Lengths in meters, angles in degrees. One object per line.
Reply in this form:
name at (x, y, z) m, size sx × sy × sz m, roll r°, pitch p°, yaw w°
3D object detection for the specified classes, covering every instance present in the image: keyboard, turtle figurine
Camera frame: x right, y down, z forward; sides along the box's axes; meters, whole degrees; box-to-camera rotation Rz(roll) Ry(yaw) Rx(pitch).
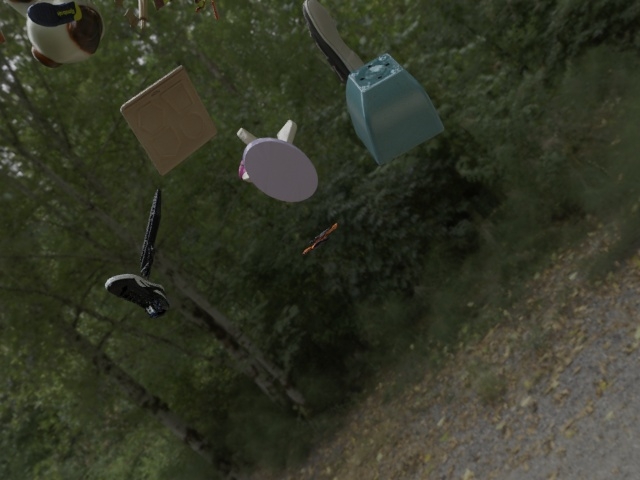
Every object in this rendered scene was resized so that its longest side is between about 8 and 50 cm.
keyboard at (-0.547, 0.000, 1.874) m, size 0.317 × 0.033 × 0.202 m, roll 121°, pitch 147°, yaw -48°
turtle figurine at (-0.426, -0.792, 1.826) m, size 0.217 × 0.270 × 0.087 m, roll -25°, pitch 43°, yaw -12°

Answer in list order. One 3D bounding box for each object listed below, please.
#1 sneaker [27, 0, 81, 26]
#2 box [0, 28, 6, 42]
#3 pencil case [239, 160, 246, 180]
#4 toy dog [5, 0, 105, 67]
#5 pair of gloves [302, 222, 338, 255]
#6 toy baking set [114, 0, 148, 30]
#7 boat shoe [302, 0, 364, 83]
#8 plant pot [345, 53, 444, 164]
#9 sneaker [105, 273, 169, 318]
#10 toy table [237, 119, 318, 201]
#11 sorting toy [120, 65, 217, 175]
sneaker at (-0.618, -0.516, 1.344) m, size 0.059 × 0.053 × 0.144 m, roll -1°, pitch 20°, yaw 24°
box at (-0.878, -0.541, 1.453) m, size 0.130 × 0.091 × 0.170 m, roll -26°, pitch 9°, yaw -17°
pencil case at (-0.223, -0.286, 2.380) m, size 0.098 × 0.209 × 0.095 m, roll 80°, pitch -168°, yaw -58°
toy dog at (-0.751, -0.693, 1.605) m, size 0.284 × 0.408 × 0.395 m, roll -25°, pitch 15°, yaw 18°
pair of gloves at (0.000, 0.000, 1.208) m, size 0.074 × 0.010 × 0.083 m, roll -34°, pitch -11°, yaw -28°
toy baking set at (-0.630, -0.828, 1.933) m, size 0.030 × 0.256 × 0.197 m, roll -11°, pitch -23°, yaw 12°
boat shoe at (0.028, -0.683, 2.048) m, size 0.095 × 0.335 × 0.112 m, roll -15°, pitch 39°, yaw 42°
plant pot at (0.216, -0.453, 1.917) m, size 0.247 × 0.252 × 0.248 m, roll -30°, pitch 41°, yaw 3°
sneaker at (-0.554, 0.180, 1.817) m, size 0.079 × 0.121 × 0.216 m, roll -47°, pitch -35°, yaw 17°
toy table at (-0.145, -0.252, 1.875) m, size 0.252 × 0.274 × 0.161 m, roll -38°, pitch 40°, yaw 7°
sorting toy at (-0.368, -0.292, 1.433) m, size 0.038 × 0.208 × 0.193 m, roll 23°, pitch 57°, yaw 41°
